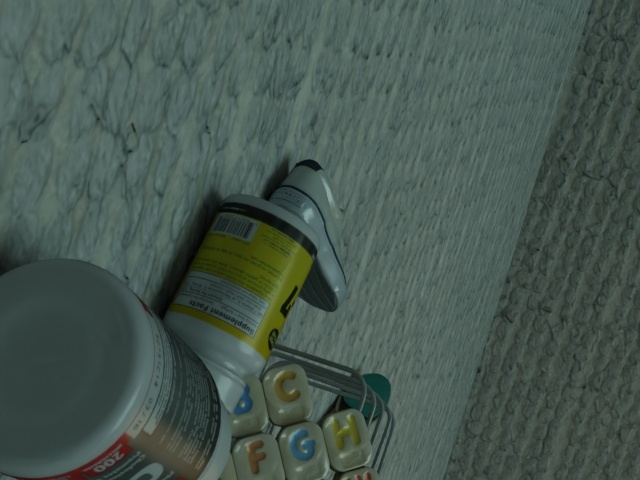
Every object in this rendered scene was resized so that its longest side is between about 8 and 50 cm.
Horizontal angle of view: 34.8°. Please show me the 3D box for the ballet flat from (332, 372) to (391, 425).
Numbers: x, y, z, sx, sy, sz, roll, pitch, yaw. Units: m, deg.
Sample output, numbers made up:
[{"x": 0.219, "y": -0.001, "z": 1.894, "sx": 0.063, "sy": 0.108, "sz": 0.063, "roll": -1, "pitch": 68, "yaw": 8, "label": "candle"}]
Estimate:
[{"x": 0.048, "y": 0.323, "z": 1.824, "sx": 0.248, "sy": 0.086, "sz": 0.086, "roll": -41, "pitch": 146, "yaw": -54, "label": "ballet flat"}]

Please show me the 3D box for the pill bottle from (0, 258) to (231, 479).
[{"x": -0.173, "y": 0.138, "z": 0.843, "sx": 0.161, "sy": 0.161, "sz": 0.283, "roll": -65, "pitch": 161, "yaw": -17, "label": "pill bottle"}]

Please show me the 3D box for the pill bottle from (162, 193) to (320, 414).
[{"x": -0.093, "y": 0.067, "z": 1.072, "sx": 0.209, "sy": 0.119, "sz": 0.119, "roll": -64, "pitch": 161, "yaw": -17, "label": "pill bottle"}]

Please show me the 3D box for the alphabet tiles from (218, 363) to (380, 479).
[{"x": -0.064, "y": 0.290, "z": 1.163, "sx": 0.021, "sy": 0.284, "sz": 0.278, "roll": 152, "pitch": -74, "yaw": -67, "label": "alphabet tiles"}]

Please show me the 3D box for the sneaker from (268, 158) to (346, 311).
[{"x": 0.000, "y": 0.000, "z": 1.307, "sx": 0.091, "sy": 0.094, "sz": 0.258, "roll": -56, "pitch": 157, "yaw": -26, "label": "sneaker"}]

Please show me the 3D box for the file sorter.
[{"x": -0.018, "y": 0.261, "z": 1.375, "sx": 0.278, "sy": 0.192, "sz": 0.173, "roll": 57, "pitch": 52, "yaw": -68, "label": "file sorter"}]
